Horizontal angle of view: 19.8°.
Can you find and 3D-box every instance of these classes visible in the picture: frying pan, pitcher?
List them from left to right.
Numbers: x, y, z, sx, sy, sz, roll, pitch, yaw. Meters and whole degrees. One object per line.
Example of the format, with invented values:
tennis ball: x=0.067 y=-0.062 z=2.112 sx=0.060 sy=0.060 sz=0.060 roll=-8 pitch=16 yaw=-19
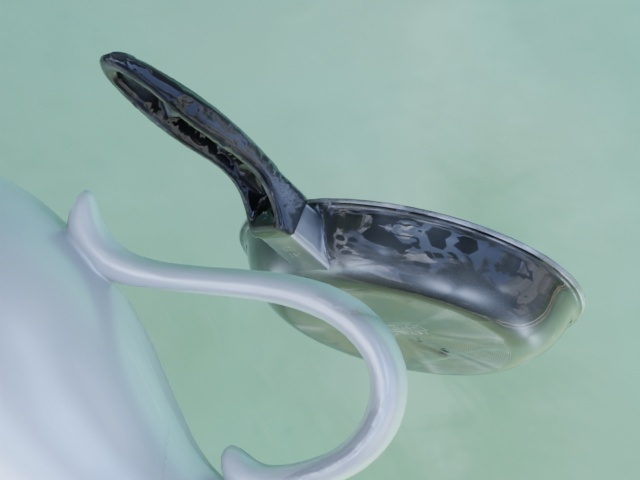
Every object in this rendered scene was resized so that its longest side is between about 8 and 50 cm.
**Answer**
pitcher: x=-0.088 y=0.046 z=0.638 sx=0.207 sy=0.125 sz=0.178 roll=43 pitch=95 yaw=13
frying pan: x=0.028 y=0.004 z=0.963 sx=0.197 sy=0.326 sz=0.053 roll=5 pitch=69 yaw=21
